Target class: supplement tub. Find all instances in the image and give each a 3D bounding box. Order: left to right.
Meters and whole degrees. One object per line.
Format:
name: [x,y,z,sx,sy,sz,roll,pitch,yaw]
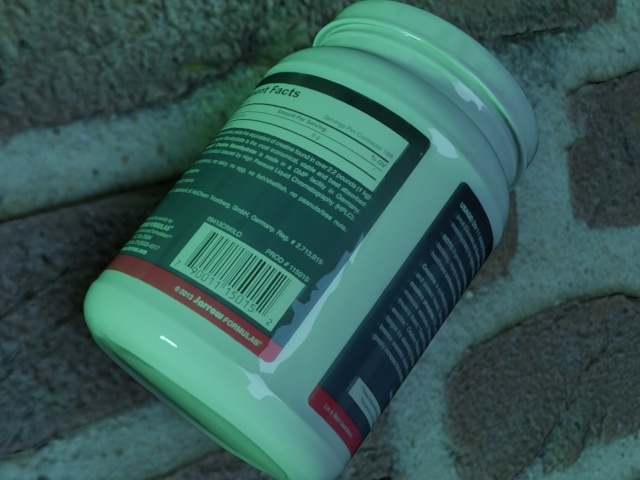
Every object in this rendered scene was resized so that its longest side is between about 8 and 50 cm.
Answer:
supplement tub: [0.000,0.000,0.617,0.191,0.191,0.272,47,69,-26]
